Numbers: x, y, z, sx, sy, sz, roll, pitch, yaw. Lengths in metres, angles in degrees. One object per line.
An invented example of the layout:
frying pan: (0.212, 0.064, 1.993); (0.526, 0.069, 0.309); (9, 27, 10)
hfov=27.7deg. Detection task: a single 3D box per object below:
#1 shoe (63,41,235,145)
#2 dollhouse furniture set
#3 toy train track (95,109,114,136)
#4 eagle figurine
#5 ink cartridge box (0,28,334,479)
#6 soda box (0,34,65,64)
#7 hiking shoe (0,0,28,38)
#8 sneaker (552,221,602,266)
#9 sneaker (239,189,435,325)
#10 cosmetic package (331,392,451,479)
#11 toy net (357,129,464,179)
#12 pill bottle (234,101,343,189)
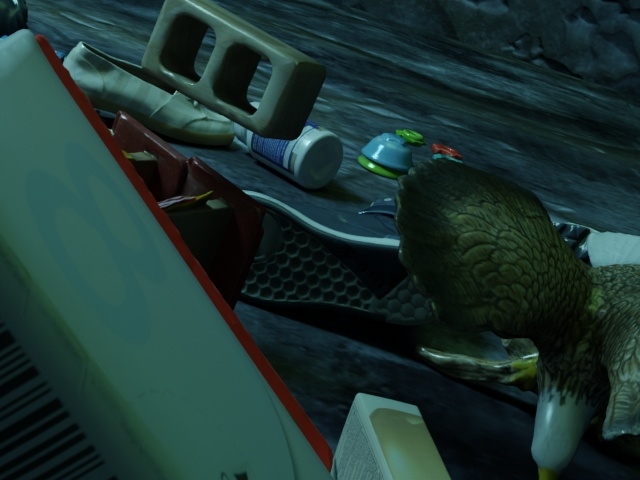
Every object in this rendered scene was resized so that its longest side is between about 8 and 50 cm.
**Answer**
shoe: (-0.180, -0.155, 1.405); (0.219, 0.058, 0.076); (17, 16, -33)
dollhouse furniture set: (-0.112, -0.111, 0.829); (0.152, 0.374, 0.201); (32, 19, 25)
toy train track: (-0.236, -0.128, 1.365); (0.048, 0.014, 0.083); (0, 25, -45)
eagle figurine: (0.175, 0.060, 0.849); (0.226, 0.298, 0.225); (-14, 63, 1)
ink cartridge box: (-0.052, 0.051, 0.554); (0.308, 0.091, 0.385); (56, 13, -14)
soda box: (-0.300, -0.137, 1.228); (0.067, 0.071, 0.210); (17, 17, -6)
hiking shoe: (-0.446, -0.241, 1.379); (0.304, 0.113, 0.132); (17, 22, 29)
sneaker: (0.287, 0.069, 1.184); (0.283, 0.110, 0.122); (23, -1, 6)
sneaker: (0.000, 0.002, 1.077); (0.226, 0.086, 0.163); (17, 15, 2)
cosmetic package: (0.040, 0.139, 0.728); (0.041, 0.060, 0.115); (14, 19, -14)
toy net: (0.163, -0.073, 1.561); (0.232, 0.045, 0.122); (28, 17, 25)
pill bottle: (-0.038, -0.107, 1.413); (0.120, 0.067, 0.067); (32, 21, 37)
